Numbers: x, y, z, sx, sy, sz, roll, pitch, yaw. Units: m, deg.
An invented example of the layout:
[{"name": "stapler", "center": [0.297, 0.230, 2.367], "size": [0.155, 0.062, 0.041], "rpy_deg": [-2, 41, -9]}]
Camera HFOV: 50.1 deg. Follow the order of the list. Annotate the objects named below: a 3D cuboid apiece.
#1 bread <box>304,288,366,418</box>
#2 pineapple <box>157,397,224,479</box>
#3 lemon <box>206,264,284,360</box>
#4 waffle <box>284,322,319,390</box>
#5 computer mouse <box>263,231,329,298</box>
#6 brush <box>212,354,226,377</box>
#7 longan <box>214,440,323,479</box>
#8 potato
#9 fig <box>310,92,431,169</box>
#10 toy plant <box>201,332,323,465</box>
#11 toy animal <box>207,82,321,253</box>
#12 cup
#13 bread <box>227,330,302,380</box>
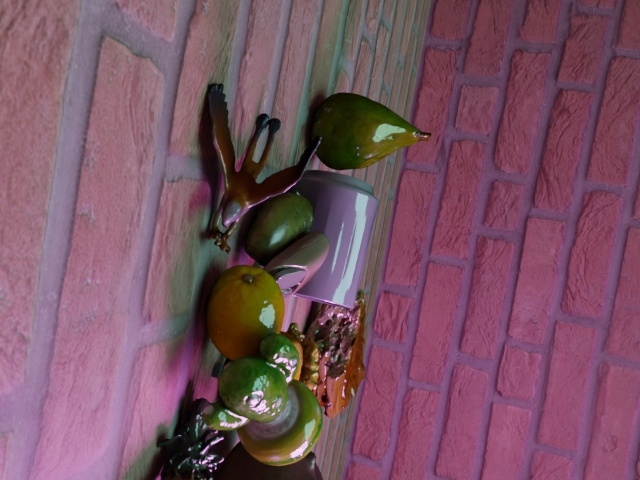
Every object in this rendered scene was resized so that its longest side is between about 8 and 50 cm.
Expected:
[{"name": "bread", "center": [0.034, 0.361, 2.290], "size": [0.314, 0.191, 0.370], "rpy_deg": [-38, 132, -63]}, {"name": "pineapple", "center": [-0.258, 0.458, 1.328], "size": [0.170, 0.141, 0.310], "rpy_deg": [55, 30, -38]}, {"name": "lemon", "center": [-0.156, 0.154, 1.416], "size": [0.170, 0.170, 0.207], "rpy_deg": [-51, 153, -62]}, {"name": "waffle", "center": [-0.076, 0.349, 1.841], "size": [0.291, 0.051, 0.291], "rpy_deg": [-46, -147, 42]}, {"name": "computer mouse", "center": [-0.059, 0.065, 1.571], "size": [0.145, 0.082, 0.236], "rpy_deg": [-51, 171, 37]}, {"name": "brush", "center": [-0.223, 0.270, 1.538], "size": [0.013, 0.016, 0.084], "rpy_deg": [66, 36, -47]}, {"name": "longan", "center": [-0.118, 0.595, 1.612], "size": [0.297, 0.297, 0.297], "rpy_deg": [11, 90, -76]}, {"name": "potato", "center": [-0.102, -0.031, 1.600], "size": [0.251, 0.113, 0.149], "rpy_deg": [-41, 156, -48]}, {"name": "fig", "center": [0.121, -0.283, 1.940], "size": [0.233, 0.314, 0.233], "rpy_deg": [-60, -171, 15]}, {"name": "toy plant", "center": [-0.118, 0.323, 1.383], "size": [0.224, 0.184, 0.316], "rpy_deg": [-38, 140, -13]}, {"name": "toy animal", "center": [-0.160, -0.131, 1.362], "size": [0.284, 0.225, 0.302], "rpy_deg": [-154, -92, -83]}, {"name": "cup", "center": [0.000, 0.000, 1.844], "size": [0.323, 0.236, 0.327], "rpy_deg": [168, -65, -73]}, {"name": "bread", "center": [-0.140, 0.330, 1.657], "size": [0.268, 0.145, 0.269], "rpy_deg": [11, 90, -72]}]
